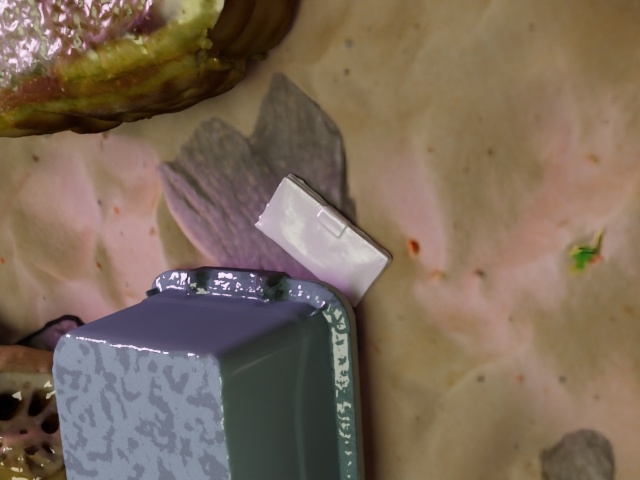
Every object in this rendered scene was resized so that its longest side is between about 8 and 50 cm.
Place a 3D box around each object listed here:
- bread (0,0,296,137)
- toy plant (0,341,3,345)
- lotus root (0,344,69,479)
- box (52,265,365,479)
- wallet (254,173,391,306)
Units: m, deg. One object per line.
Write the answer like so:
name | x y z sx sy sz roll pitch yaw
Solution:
bread | -0.136 -0.153 0.389 0.222 0.096 0.182 -14 97 28
toy plant | -0.347 0.094 0.558 0.200 0.105 0.143 10 120 9
lotus root | -0.268 0.195 0.519 0.169 0.152 0.342 33 131 -17
box | -0.062 0.135 0.419 0.162 0.130 0.227 3 101 32
wallet | 0.000 0.000 0.417 0.083 0.011 0.044 40 117 10
